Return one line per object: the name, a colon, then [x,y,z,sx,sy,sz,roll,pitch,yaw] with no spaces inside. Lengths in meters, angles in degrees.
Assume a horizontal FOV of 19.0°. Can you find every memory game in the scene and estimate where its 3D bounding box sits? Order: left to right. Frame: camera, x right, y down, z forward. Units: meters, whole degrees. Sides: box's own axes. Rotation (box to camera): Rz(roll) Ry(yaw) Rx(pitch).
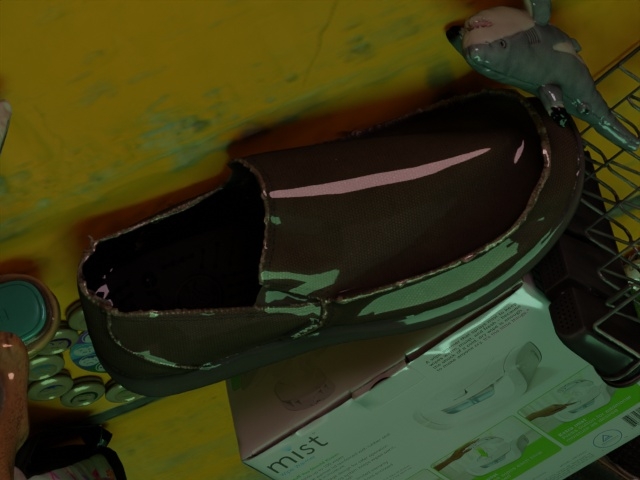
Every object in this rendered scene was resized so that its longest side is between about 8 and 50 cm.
memory game: [-0.139,0.079,1.443,0.186,0.012,0.186,-16,152,-9]

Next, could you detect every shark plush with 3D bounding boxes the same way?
shark plush: [0.140,-0.096,1.214,0.073,0.067,0.161,-27,132,20]

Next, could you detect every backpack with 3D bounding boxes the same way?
backpack: [-0.227,0.220,1.486,0.152,0.115,0.182,-30,176,7]

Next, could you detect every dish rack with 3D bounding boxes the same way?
dish rack: [0.244,-0.055,1.266,0.074,0.208,0.271,25,129,-35]

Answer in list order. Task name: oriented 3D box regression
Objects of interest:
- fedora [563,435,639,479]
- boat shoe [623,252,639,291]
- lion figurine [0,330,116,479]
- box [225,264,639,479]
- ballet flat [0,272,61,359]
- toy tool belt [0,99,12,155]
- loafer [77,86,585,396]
fedora: [0.345,0.218,1.825,0.152,0.334,0.334,-54,150,-2]
boat shoe: [0.271,0.024,1.610,0.100,0.035,0.035,-18,126,2]
lion figurine: [-0.273,0.118,1.079,0.392,0.240,0.142,34,117,-21]
box: [0.098,0.104,1.452,0.262,0.127,0.231,-35,134,23]
ballet flat: [-0.286,0.086,1.290,0.232,0.080,0.073,-15,167,-8]
toy tool belt: [-0.213,-0.055,1.118,0.051,0.052,0.083,19,139,-6]
loafer: [0.000,0.000,1.260,0.366,0.134,0.130,-25,153,9]
